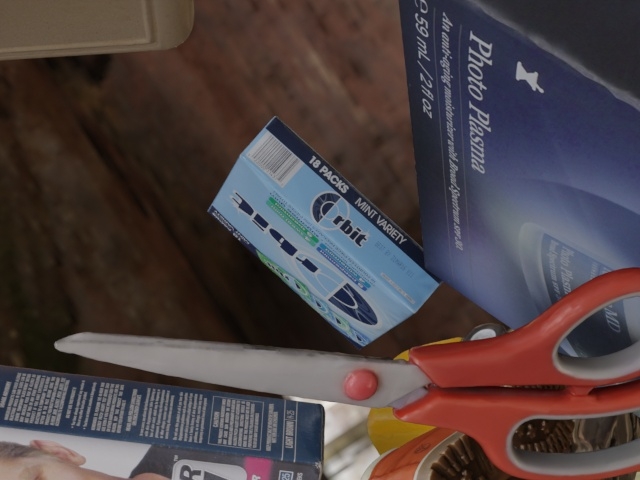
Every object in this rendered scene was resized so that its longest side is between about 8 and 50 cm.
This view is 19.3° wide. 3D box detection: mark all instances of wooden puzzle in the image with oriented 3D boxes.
[{"bbox_3d":[-0.216,-0.200,1.403,0.221,0.238,0.044,93,168,-67],"label":"wooden puzzle"}]

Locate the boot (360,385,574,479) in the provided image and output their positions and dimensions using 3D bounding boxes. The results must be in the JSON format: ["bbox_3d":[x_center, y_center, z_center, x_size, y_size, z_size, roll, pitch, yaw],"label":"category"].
[{"bbox_3d":[0.093,0.129,1.192,0.084,0.158,0.059,-15,99,50],"label":"boot"}]

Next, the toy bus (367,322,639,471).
[{"bbox_3d":[0.220,0.153,1.800,0.108,0.332,0.130,60,-143,-30],"label":"toy bus"}]

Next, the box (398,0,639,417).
[{"bbox_3d":[0.208,-0.038,0.993,0.294,0.183,0.296,35,158,26],"label":"box"}]

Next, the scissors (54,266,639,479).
[{"bbox_3d":[0.032,0.072,0.828,0.021,0.297,0.109,-121,30,-56],"label":"scissors"}]

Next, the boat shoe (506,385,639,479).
[{"bbox_3d":[0.139,0.174,1.266,0.324,0.116,0.123,-51,-42,-62],"label":"boat shoe"}]

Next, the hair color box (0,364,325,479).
[{"bbox_3d":[-0.178,0.220,1.671,0.105,0.347,0.174,-87,5,-63],"label":"hair color box"}]

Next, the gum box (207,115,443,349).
[{"bbox_3d":[0.000,0.000,1.320,0.157,0.041,0.184,42,166,-1],"label":"gum box"}]
